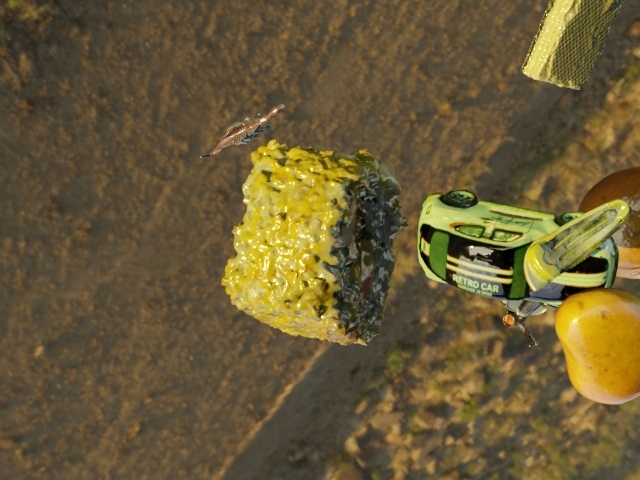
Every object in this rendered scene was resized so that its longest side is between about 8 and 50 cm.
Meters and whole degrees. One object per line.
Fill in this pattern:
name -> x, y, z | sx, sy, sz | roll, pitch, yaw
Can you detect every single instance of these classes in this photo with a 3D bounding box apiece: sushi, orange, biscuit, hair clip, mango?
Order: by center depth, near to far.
mango -> 0.334, 0.117, 1.069 | 0.115, 0.090, 0.178 | -27, 126, -1
biscuit -> 0.336, -0.292, 1.178 | 0.121, 0.040, 0.199 | 1, 117, -47
hair clip -> 0.350, -0.001, 1.282 | 0.188, 0.060, 0.033 | -32, 171, -12
orange -> 0.581, -0.028, 1.686 | 0.240, 0.171, 0.240 | -8, 147, -6
sushi -> 0.000, 0.000, 1.736 | 0.396, 0.240, 0.351 | 42, 63, -65

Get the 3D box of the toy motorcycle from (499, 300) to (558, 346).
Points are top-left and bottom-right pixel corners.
toy motorcycle -> 0.480, 0.078, 2.205 | 0.125, 0.358, 0.212 | 11, 122, -16

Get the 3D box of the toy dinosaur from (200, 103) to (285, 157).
toy dinosaur -> -0.139, -0.201, 1.702 | 0.197, 0.045, 0.080 | -28, -178, 26

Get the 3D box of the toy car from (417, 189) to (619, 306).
toy car -> 0.277, 0.024, 1.379 | 0.125, 0.306, 0.136 | -43, 141, -51
